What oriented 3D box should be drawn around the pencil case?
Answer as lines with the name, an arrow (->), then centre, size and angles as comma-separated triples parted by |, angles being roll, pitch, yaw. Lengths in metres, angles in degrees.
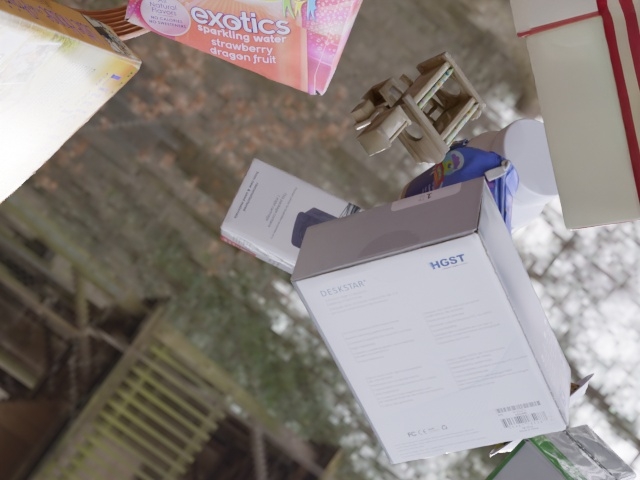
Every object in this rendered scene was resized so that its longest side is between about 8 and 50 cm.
pencil case -> 0.200, 0.011, 1.907 | 0.133, 0.119, 0.306 | -45, -153, 45

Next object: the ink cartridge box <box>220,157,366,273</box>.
ink cartridge box -> 0.000, 0.000, 1.827 | 0.100, 0.237, 0.172 | -64, -178, -6

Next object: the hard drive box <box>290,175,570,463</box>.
hard drive box -> 0.106, 0.079, 1.334 | 0.181, 0.232, 0.089 | -15, -149, 21

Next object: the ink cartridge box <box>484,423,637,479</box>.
ink cartridge box -> 0.236, 0.283, 1.563 | 0.153, 0.087, 0.208 | -52, 157, 17

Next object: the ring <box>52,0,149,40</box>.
ring -> -0.283, -0.388, 2.018 | 0.337, 0.336, 0.032 | -58, 152, -27

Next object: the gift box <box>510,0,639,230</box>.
gift box -> 0.352, -0.168, 1.261 | 0.276, 0.258, 0.255 | -11, -177, 39

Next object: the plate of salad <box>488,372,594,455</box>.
plate of salad -> 0.322, 0.251, 2.168 | 0.200, 0.048, 0.200 | -38, 173, -5

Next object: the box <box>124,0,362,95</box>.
box -> -0.010, -0.269, 1.044 | 0.142, 0.154, 0.300 | 113, -1, -50

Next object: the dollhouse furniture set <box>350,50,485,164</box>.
dollhouse furniture set -> 0.098, -0.135, 1.903 | 0.161, 0.101, 0.182 | -20, -157, 50

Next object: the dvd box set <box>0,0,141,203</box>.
dvd box set -> -0.316, -0.076, 1.150 | 0.307, 0.062, 0.420 | -42, 176, 7

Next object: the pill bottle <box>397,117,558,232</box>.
pill bottle -> 0.244, -0.072, 2.179 | 0.264, 0.153, 0.153 | -34, -159, 51
